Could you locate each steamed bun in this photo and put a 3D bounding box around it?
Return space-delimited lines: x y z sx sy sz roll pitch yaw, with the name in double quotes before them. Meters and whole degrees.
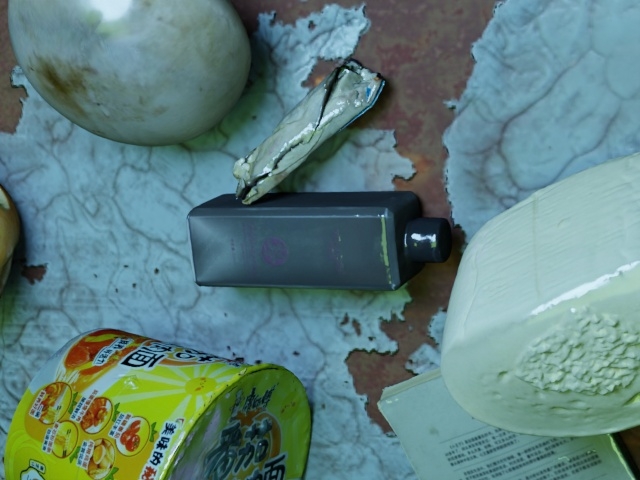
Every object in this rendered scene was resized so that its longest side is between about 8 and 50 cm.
"steamed bun" 0.226 0.046 1.056 0.250 0.200 0.155 -24 118 29

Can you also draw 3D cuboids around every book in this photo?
"book" 0.199 0.236 1.213 0.201 0.026 0.289 -26 93 28

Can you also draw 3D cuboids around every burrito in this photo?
"burrito" -0.015 -0.101 1.189 0.171 0.042 0.051 -44 43 15

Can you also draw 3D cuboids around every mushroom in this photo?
"mushroom" -0.171 -0.189 1.183 0.226 0.226 0.178 2 63 25

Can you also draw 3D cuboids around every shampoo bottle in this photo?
"shampoo bottle" 0.000 0.000 1.208 0.246 0.079 0.080 0 105 25

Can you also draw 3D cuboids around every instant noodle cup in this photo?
"instant noodle cup" -0.161 0.207 1.257 0.200 0.264 0.264 20 113 28

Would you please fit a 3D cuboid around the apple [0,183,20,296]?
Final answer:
"apple" -0.399 0.000 1.349 0.199 0.199 0.199 7 108 23
